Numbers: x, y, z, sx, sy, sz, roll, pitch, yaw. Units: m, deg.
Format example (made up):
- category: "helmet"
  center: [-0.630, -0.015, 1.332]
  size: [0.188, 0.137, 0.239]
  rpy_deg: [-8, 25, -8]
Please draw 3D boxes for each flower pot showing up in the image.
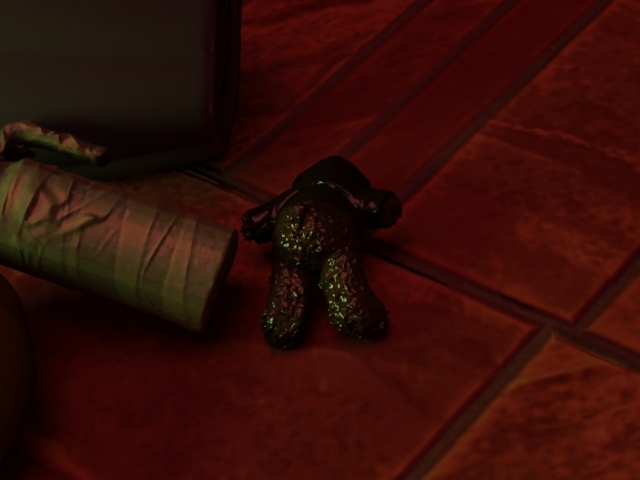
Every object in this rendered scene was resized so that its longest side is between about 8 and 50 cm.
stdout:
- category: "flower pot"
  center: [-0.188, -0.166, 1.270]
  size: [0.243, 0.265, 0.265]
  rpy_deg: [1, 43, 3]

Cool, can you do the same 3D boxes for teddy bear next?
- category: "teddy bear"
  center: [-0.003, -0.005, 1.147]
  size: [0.119, 0.078, 0.160]
  rpy_deg: [-9, 43, 14]

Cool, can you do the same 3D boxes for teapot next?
- category: "teapot"
  center: [-0.158, -0.017, 1.146]
  size: [0.200, 0.077, 0.107]
  rpy_deg: [18, 72, 3]

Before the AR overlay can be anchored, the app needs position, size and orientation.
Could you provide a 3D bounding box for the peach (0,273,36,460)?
- category: "peach"
  center: [-0.311, 0.099, 1.086]
  size: [0.251, 0.153, 0.251]
  rpy_deg: [-8, 48, 9]
